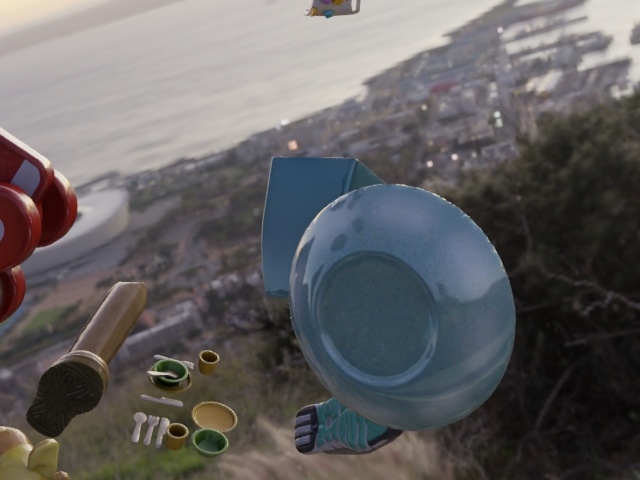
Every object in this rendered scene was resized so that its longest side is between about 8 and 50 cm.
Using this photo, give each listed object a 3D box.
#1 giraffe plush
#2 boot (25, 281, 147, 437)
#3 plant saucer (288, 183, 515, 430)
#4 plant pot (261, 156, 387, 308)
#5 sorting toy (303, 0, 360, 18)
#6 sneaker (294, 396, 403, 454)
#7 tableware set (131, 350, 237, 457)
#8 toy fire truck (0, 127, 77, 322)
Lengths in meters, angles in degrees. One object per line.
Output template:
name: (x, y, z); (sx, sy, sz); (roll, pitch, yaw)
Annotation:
giraffe plush: (-0.349, 0.252, 1.078); (0.170, 0.210, 0.181); (-18, -15, -25)
boot: (-0.348, 0.157, 1.669); (0.236, 0.089, 0.269); (-39, 16, 43)
plant saucer: (0.049, 0.056, 0.801); (0.195, 0.195, 0.037); (-7, 7, 31)
plant pot: (0.000, 0.000, 1.766); (0.166, 0.234, 0.165); (4, -17, 32)
sorting toy: (0.023, -0.338, 1.462); (0.075, 0.083, 0.045); (2, 37, -17)
sneaker: (0.059, 0.227, 1.323); (0.098, 0.083, 0.224); (13, -19, -29)
tableware set: (-0.134, 0.164, 1.100); (0.104, 0.024, 0.154); (13, 29, -5)
toy fire truck: (-0.451, -0.021, 1.230); (0.302, 0.254, 0.169); (-54, 3, 13)
